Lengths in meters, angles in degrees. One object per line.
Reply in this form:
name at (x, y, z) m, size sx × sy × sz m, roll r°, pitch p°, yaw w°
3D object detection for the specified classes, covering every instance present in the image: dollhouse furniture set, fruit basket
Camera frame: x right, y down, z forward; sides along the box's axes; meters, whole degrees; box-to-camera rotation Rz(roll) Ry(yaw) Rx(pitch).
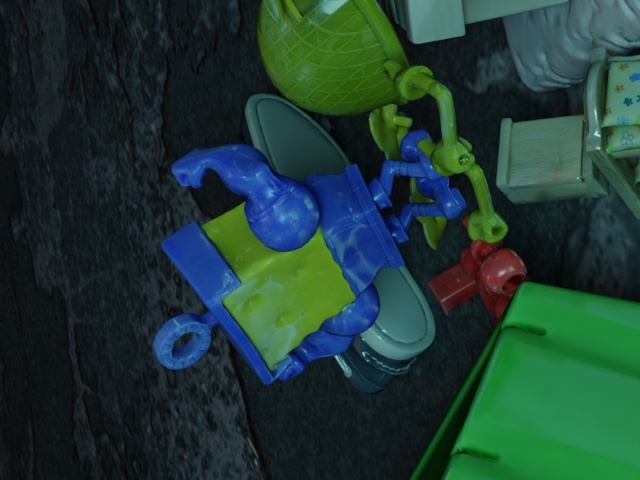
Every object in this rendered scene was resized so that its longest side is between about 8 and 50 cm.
dollhouse furniture set at (0.162, -0.010, 0.828) m, size 0.181 × 0.101 × 0.161 m, roll -5°, pitch 66°, yaw 27°
fruit basket at (0.197, 0.250, 0.910) m, size 0.392 × 0.283 × 0.392 m, roll 13°, pitch 133°, yaw 15°

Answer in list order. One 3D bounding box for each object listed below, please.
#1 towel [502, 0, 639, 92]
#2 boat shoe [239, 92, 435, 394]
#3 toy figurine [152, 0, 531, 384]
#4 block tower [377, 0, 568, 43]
towel at (0.132, -0.253, 0.887) m, size 0.332 × 0.053 × 0.317 m, roll 156°, pitch 101°, yaw -83°
boat shoe at (0.000, 0.000, 1.276) m, size 0.254 × 0.095 × 0.079 m, roll 57°, pitch 133°, yaw 20°
toy figurine at (-0.009, 0.016, 0.992) m, size 0.191 × 0.217 × 0.362 m, roll 59°, pitch 180°, yaw 36°
block tower at (0.053, -0.203, 1.009) m, size 0.335 × 0.097 × 0.091 m, roll -119°, pitch 17°, yaw -68°
